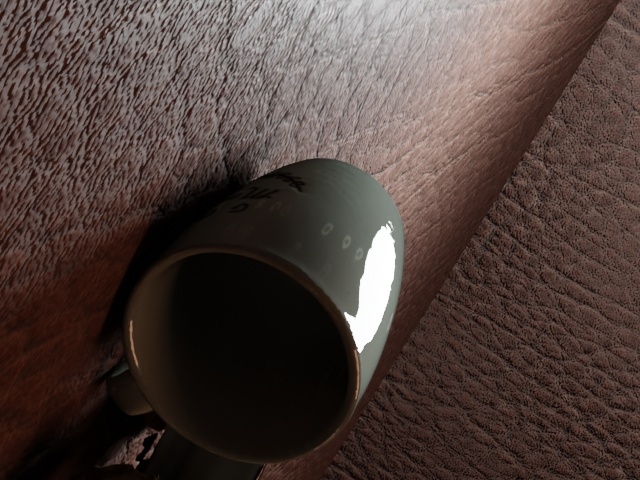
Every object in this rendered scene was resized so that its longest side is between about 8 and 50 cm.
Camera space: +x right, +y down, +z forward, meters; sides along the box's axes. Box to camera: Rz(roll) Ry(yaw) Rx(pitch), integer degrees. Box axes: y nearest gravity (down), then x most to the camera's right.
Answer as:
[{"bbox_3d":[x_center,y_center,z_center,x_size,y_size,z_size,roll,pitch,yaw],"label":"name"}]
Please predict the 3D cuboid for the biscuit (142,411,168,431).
[{"bbox_3d":[-0.111,0.109,1.466,0.188,0.027,0.188,-53,170,-14],"label":"biscuit"}]

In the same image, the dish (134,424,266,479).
[{"bbox_3d":[-0.090,0.177,1.368,0.316,0.106,0.316,-60,178,-4],"label":"dish"}]

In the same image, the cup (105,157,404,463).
[{"bbox_3d":[-0.056,0.053,1.202,0.258,0.186,0.234,-27,-166,27],"label":"cup"}]

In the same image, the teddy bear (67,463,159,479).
[{"bbox_3d":[-0.242,0.296,1.143,0.296,0.223,0.246,-7,162,-13],"label":"teddy bear"}]
